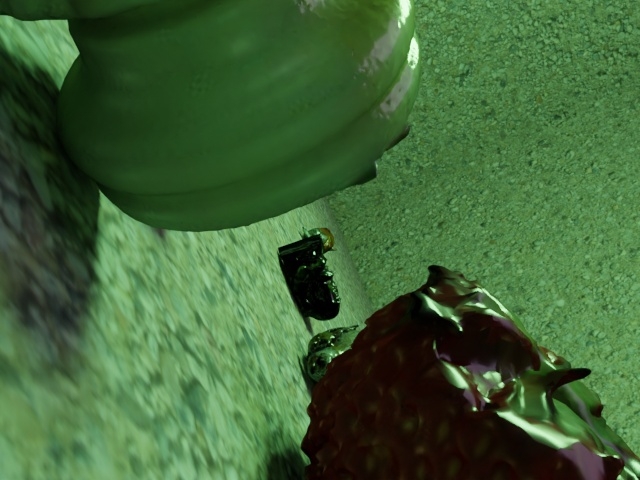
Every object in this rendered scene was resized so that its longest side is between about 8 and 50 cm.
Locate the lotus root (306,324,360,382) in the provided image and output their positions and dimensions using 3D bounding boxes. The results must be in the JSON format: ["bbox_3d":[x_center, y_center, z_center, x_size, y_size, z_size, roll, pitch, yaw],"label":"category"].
[{"bbox_3d":[0.031,0.130,0.850,0.165,0.088,0.088,43,21,-55],"label":"lotus root"}]

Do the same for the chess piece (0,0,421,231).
[{"bbox_3d":[-0.077,-0.157,0.311,0.176,0.175,0.298,-110,174,-49],"label":"chess piece"}]

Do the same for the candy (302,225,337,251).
[{"bbox_3d":[0.000,0.000,1.524,0.053,0.046,0.182,64,5,7],"label":"candy"}]

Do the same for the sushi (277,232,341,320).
[{"bbox_3d":[-0.009,0.051,0.993,0.085,0.056,0.083,-109,-178,-66],"label":"sushi"}]

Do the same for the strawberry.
[{"bbox_3d":[0.086,0.166,0.547,0.261,0.257,0.261,42,14,-13],"label":"strawberry"}]
